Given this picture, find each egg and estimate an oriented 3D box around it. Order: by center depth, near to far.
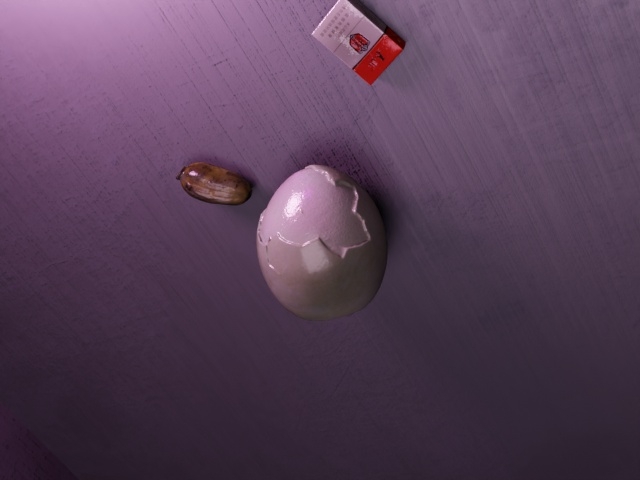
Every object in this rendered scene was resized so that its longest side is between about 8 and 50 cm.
[{"bbox_3d":[0.000,0.000,1.506,0.278,0.278,0.336,-2,121,19],"label":"egg"}]

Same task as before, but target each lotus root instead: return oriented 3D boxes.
[{"bbox_3d":[-0.242,-0.127,1.616,0.179,0.080,0.089,16,115,1],"label":"lotus root"}]

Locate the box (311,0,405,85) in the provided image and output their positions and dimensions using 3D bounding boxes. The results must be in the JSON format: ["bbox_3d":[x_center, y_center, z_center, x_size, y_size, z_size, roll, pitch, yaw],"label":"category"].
[{"bbox_3d":[0.073,-0.385,1.350,0.152,0.048,0.100,40,128,-10],"label":"box"}]
